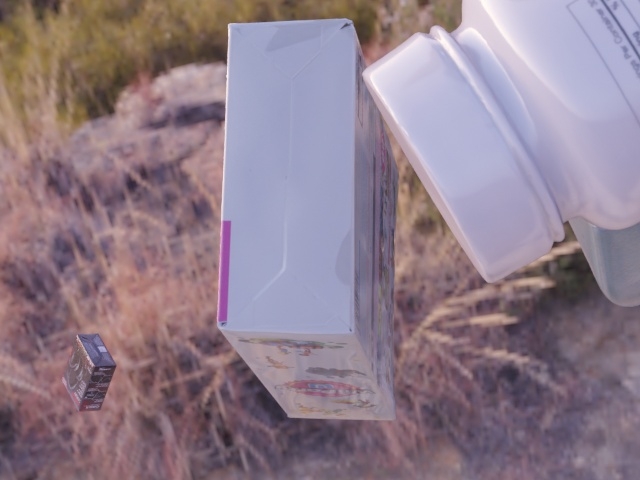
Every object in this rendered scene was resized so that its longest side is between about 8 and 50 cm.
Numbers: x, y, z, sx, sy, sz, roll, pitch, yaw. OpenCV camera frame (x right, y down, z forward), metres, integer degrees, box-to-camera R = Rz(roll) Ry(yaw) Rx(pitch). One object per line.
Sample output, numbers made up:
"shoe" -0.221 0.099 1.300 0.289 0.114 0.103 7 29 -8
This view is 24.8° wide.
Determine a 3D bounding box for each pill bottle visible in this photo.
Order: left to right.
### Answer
"pill bottle" 0.176 -0.106 0.771 0.283 0.160 0.160 -31 35 3

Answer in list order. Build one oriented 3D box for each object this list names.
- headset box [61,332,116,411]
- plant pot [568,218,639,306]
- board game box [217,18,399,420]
"headset box" -0.287 0.166 1.795 0.032 0.083 0.062 1 37 -36
"plant pot" 0.367 -0.067 1.557 0.248 0.252 0.247 -18 53 -1
"board game box" 0.000 0.000 1.097 0.097 0.303 0.224 -1 72 9
